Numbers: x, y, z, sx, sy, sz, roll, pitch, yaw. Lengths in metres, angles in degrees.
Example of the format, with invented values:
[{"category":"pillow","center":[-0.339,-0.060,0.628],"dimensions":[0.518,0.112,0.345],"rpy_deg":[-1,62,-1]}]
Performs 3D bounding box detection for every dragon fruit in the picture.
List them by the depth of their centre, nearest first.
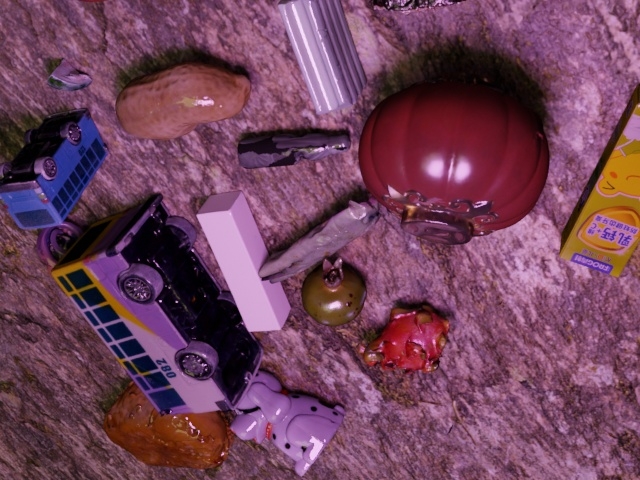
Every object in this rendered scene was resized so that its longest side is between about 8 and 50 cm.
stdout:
[{"category":"dragon fruit","center":[0.166,0.206,1.690],"dimensions":[0.208,0.133,0.150],"rpy_deg":[-15,122,24]}]

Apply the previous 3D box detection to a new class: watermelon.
[{"category":"watermelon","center":[-0.475,-0.313,1.600],"dimensions":[0.085,0.085,0.061],"rpy_deg":[-4,94,21]}]

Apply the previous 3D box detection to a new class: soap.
[{"category":"soap","center":[0.006,-0.316,1.377],"dimensions":[0.067,0.119,0.198],"rpy_deg":[-7,122,26]}]

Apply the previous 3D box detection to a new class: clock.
[{"category":"clock","center":[-0.094,0.393,1.905],"dimensions":[0.254,0.189,0.189],"rpy_deg":[32,129,2]}]

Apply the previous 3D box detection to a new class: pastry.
[{"category":"pastry","center":[-0.353,0.428,2.010],"dimensions":[0.311,0.162,0.255],"rpy_deg":[1,135,24]}]

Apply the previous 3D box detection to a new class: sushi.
[{"category":"sushi","center":[0.152,-0.391,1.292],"dimensions":[0.150,0.090,0.078],"rpy_deg":[1,121,20]}]

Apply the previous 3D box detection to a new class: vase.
[{"category":"vase","center":[-0.046,-0.167,1.539],"dimensions":[0.211,0.060,0.060],"rpy_deg":[-3,123,21]}]

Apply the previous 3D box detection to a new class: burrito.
[{"category":"burrito","center":[-0.001,0.002,1.620],"dimensions":[0.309,0.096,0.066],"rpy_deg":[-34,81,36]}]

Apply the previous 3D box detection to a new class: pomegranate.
[{"category":"pomegranate","center":[0.017,0.095,1.659],"dimensions":[0.129,0.129,0.159],"rpy_deg":[-10,137,25]}]

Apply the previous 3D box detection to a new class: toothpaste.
[{"category":"toothpaste","center":[0.506,-0.092,1.394],"dimensions":[0.110,0.077,0.327],"rpy_deg":[19,128,4]}]

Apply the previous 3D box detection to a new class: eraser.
[{"category":"eraser","center":[-0.152,0.047,1.721],"dimensions":[0.078,0.076,0.298],"rpy_deg":[-7,122,24]}]

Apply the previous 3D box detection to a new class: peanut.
[{"category":"peanut","center":[-0.246,-0.252,1.513],"dimensions":[0.253,0.122,0.137],"rpy_deg":[-13,159,25]}]

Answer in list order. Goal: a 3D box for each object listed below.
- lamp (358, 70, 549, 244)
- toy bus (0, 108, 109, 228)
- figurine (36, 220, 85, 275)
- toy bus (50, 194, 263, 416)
[{"category":"lamp","center":[0.209,-0.130,1.348],"dimensions":[0.303,0.257,0.303],"rpy_deg":[13,168,3]},{"category":"toy bus","center":[-0.507,-0.138,1.615],"dimensions":[0.116,0.234,0.133],"rpy_deg":[-6,130,23]},{"category":"figurine","center":[-0.545,0.029,1.835],"dimensions":[0.126,0.114,0.157],"rpy_deg":[57,162,18]},{"category":"toy bus","center":[-0.332,0.157,1.776],"dimensions":[0.249,0.209,0.440],"rpy_deg":[-18,117,29]}]
